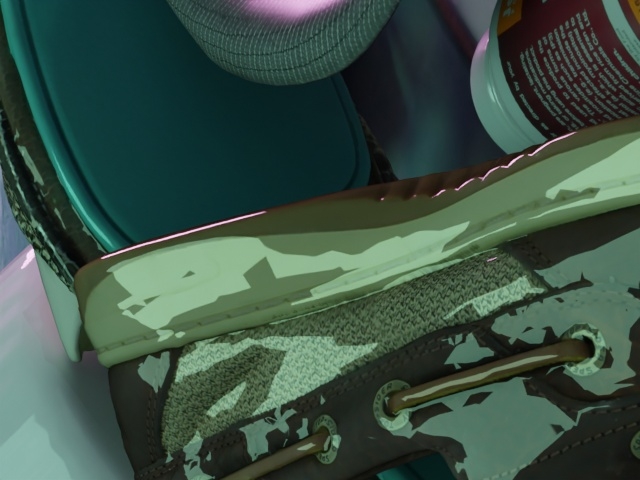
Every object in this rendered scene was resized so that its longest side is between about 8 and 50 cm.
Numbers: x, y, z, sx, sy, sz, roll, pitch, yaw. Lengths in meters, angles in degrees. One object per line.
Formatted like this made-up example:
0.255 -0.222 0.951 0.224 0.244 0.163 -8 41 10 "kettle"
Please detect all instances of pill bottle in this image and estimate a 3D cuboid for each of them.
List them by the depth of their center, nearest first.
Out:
0.109 -0.071 0.594 0.152 0.086 0.086 147 111 -66 "pill bottle"

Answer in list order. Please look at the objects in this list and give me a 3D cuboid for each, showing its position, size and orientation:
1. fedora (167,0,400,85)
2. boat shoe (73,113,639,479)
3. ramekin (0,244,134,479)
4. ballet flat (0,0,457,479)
0.035 -0.172 0.645 0.275 0.124 0.243 8 94 59 "fedora"
0.078 0.036 0.513 0.342 0.123 0.123 -11 84 30 "boat shoe"
-0.075 0.114 0.887 0.135 0.277 0.277 -46 51 27 "ramekin"
-0.018 0.044 0.723 0.483 0.164 0.182 52 141 26 "ballet flat"
